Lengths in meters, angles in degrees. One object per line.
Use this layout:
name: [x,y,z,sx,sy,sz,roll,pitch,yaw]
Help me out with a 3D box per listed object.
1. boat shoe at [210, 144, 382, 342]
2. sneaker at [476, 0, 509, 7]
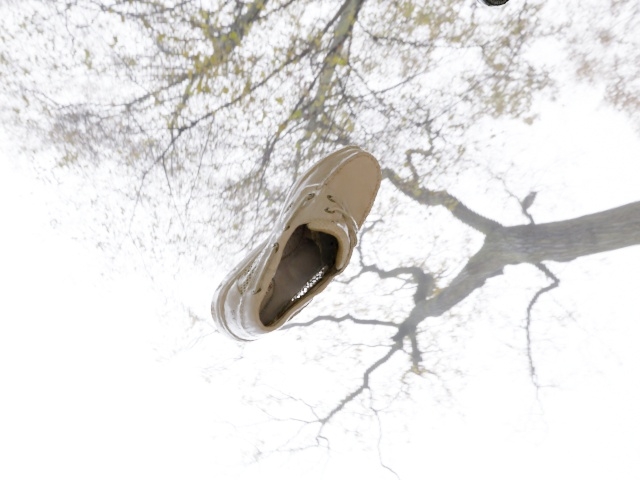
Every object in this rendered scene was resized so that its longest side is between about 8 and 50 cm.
boat shoe: [0.000,0.000,0.769,0.098,0.096,0.277,48,-118,-23]
sneaker: [0.237,-0.361,0.857,0.087,0.227,0.130,-6,-126,-11]
